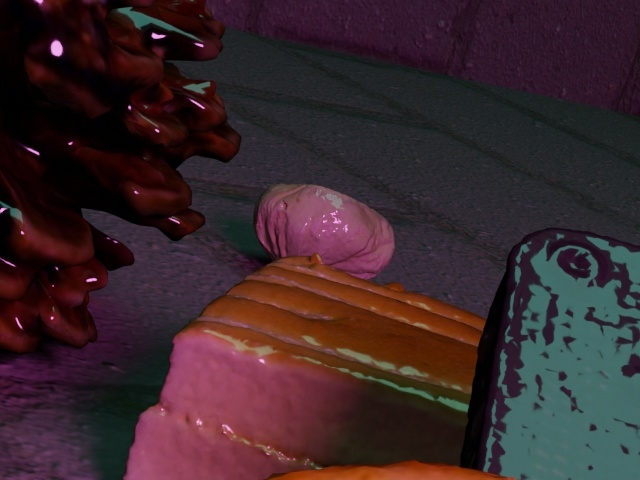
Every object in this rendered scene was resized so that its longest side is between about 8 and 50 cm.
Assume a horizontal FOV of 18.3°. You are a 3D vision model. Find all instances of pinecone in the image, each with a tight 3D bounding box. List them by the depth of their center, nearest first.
[{"bbox_3d":[-0.225,-0.127,1.180,0.398,0.397,0.398,17,12,-4],"label":"pinecone"}]

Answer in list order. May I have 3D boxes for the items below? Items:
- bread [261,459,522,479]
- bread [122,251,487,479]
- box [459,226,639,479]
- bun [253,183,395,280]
[{"bbox_3d":[0.017,0.174,0.486,0.268,0.145,0.268,3,41,-2],"label":"bread"},{"bbox_3d":[0.050,0.100,1.060,0.246,0.111,0.239,18,12,8],"label":"bread"},{"bbox_3d":[0.142,0.148,0.691,0.211,0.058,0.350,17,44,-3],"label":"box"},{"bbox_3d":[0.000,0.000,1.547,0.115,0.069,0.115,21,-9,3],"label":"bun"}]
